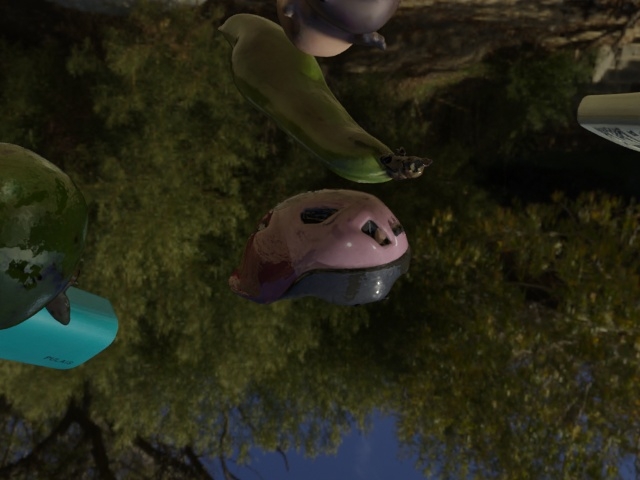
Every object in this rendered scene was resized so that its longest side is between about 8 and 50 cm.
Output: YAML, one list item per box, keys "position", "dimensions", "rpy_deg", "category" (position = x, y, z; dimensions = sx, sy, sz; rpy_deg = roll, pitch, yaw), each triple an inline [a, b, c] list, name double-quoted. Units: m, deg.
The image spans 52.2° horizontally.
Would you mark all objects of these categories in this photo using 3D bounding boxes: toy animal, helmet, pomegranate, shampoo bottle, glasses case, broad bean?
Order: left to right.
- position: [-0.278, 0.002, 0.563]
  dimensions: [0.156, 0.156, 0.220]
  rpy_deg: [-2, 168, -17]
  category: "pomegranate"
- position: [-0.380, 0.092, 0.780]
  dimensions: [0.070, 0.117, 0.301]
  rpy_deg: [55, -173, 26]
  category: "glasses case"
- position: [-0.012, -0.129, 0.610]
  dimensions: [0.067, 0.075, 0.325]
  rpy_deg: [10, -149, -53]
  category: "broad bean"
- position: [0.000, 0.000, 0.908]
  dimensions: [0.253, 0.154, 0.198]
  rpy_deg: [13, -155, 24]
  category: "helmet"
- position: [0.012, -0.182, 0.465]
  dimensions: [0.083, 0.089, 0.150]
  rpy_deg: [27, 159, -25]
  category: "toy animal"
- position: [0.526, -0.189, 0.988]
  dimensions: [0.153, 0.071, 0.284]
  rpy_deg: [21, -179, -8]
  category: "shampoo bottle"
